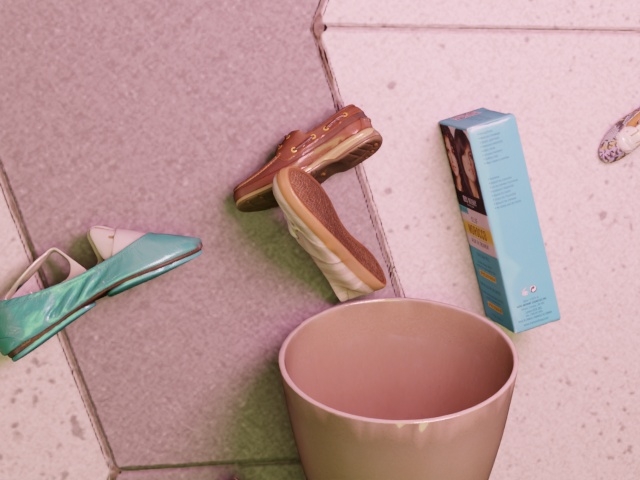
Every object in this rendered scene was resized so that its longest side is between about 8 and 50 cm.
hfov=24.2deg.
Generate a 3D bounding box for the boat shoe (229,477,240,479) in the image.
[{"bbox_3d":[-0.043,0.325,1.716,0.066,0.066,0.183,-45,117,-9],"label":"boat shoe"}]

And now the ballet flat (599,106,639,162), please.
[{"bbox_3d":[0.376,-0.134,1.757,0.114,0.041,0.041,-42,107,-4],"label":"ballet flat"}]

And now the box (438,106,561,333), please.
[{"bbox_3d":[0.204,-0.024,1.698,0.060,0.100,0.244,-18,103,-11],"label":"box"}]

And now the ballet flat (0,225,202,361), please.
[{"bbox_3d":[-0.248,0.035,1.601,0.247,0.083,0.087,-30,92,-10],"label":"ballet flat"}]

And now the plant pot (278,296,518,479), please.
[{"bbox_3d":[0.087,0.243,1.657,0.257,0.256,0.274,-9,118,-13],"label":"plant pot"}]

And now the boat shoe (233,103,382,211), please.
[{"bbox_3d":[-0.020,-0.090,1.654,0.178,0.064,0.060,-29,72,0],"label":"boat shoe"}]

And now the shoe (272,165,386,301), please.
[{"bbox_3d":[0.000,0.000,1.636,0.058,0.076,0.219,-26,135,16],"label":"shoe"}]
